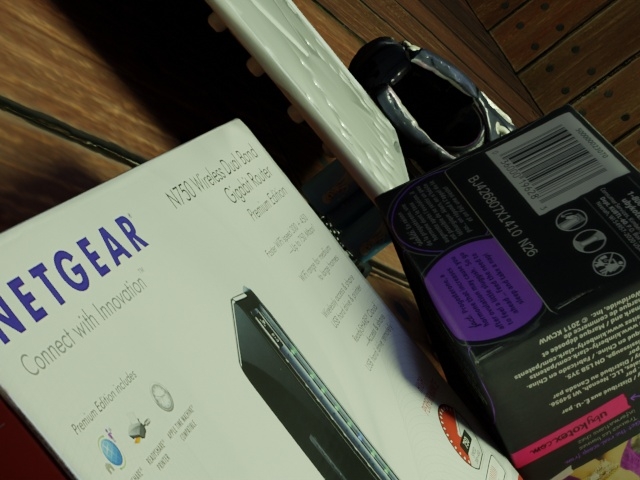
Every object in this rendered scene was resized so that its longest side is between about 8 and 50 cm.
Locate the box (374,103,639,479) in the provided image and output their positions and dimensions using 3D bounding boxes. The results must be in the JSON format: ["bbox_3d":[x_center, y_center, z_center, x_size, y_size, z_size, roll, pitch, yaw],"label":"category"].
[{"bbox_3d":[0.159,0.079,0.718,0.165,0.143,0.270,-118,-177,-49],"label":"box"}]

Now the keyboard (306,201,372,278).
[{"bbox_3d":[0.000,0.000,0.804,0.100,0.038,0.192,58,19,14],"label":"keyboard"}]

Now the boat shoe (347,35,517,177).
[{"bbox_3d":[0.170,-0.078,1.195,0.340,0.127,0.158,39,4,-14],"label":"boat shoe"}]

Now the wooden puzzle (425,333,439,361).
[{"bbox_3d":[0.118,0.106,0.949,0.083,0.006,0.049,26,32,-55],"label":"wooden puzzle"}]

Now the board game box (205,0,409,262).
[{"bbox_3d":[-0.070,-0.187,0.892,0.390,0.050,0.390,49,12,-12],"label":"board game box"}]

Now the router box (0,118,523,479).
[{"bbox_3d":[-0.017,0.110,0.476,0.301,0.082,0.335,52,18,-4],"label":"router box"}]
